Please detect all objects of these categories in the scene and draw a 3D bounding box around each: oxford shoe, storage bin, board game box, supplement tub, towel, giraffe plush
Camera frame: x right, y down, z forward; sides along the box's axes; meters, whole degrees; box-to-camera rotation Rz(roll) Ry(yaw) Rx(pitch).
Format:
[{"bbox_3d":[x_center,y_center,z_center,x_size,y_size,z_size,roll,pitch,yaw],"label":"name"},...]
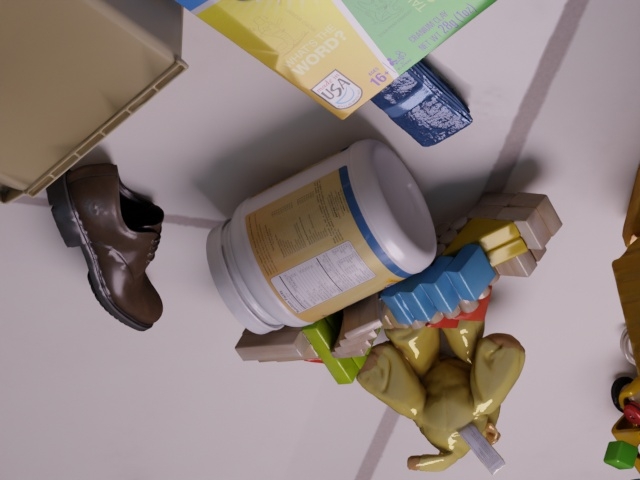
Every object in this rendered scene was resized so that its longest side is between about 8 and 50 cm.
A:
[{"bbox_3d":[-0.198,0.011,1.735,0.096,0.083,0.227,-16,136,5],"label":"oxford shoe"},{"bbox_3d":[-0.293,-0.189,1.490,0.260,0.123,0.262,-36,129,29],"label":"storage bin"},{"bbox_3d":[-0.008,-0.268,1.473,0.316,0.064,0.242,33,125,-32],"label":"board game box"},{"bbox_3d":[0.000,0.000,1.695,0.200,0.144,0.144,-26,132,21],"label":"supplement tub"},{"bbox_3d":[0.091,-0.139,1.642,0.067,0.029,0.119,-31,131,25],"label":"towel"},{"bbox_3d":[0.154,0.172,1.894,0.181,0.210,0.170,-24,166,6],"label":"giraffe plush"}]

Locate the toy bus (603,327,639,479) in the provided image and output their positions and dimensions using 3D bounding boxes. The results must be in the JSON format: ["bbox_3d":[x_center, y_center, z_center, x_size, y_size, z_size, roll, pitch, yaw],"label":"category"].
[{"bbox_3d":[0.395,0.217,1.979,0.191,0.202,0.104,12,164,-26],"label":"toy bus"}]

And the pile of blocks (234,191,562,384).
[{"bbox_3d":[0.095,0.074,1.763,0.362,0.149,0.112,-23,121,17],"label":"pile of blocks"}]

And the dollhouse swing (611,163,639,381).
[{"bbox_3d":[0.413,-0.050,1.546,0.315,0.347,0.305,-14,126,10],"label":"dollhouse swing"}]
